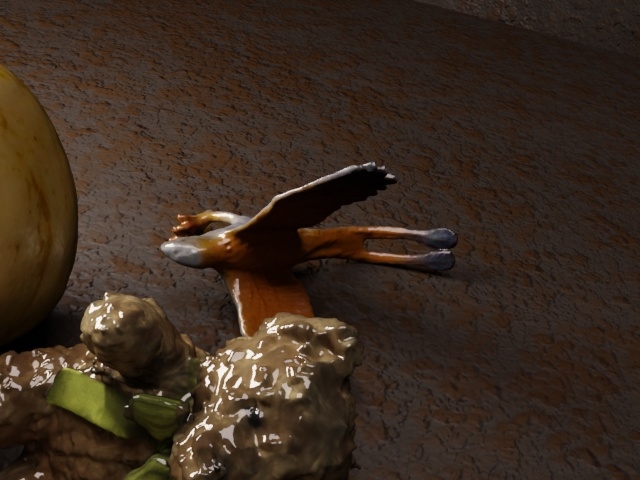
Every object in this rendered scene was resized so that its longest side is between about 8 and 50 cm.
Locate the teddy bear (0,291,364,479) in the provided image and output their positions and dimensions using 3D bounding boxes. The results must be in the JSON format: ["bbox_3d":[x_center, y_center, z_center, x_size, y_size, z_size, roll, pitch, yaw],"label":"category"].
[{"bbox_3d":[-0.133,0.156,0.531,0.296,0.246,0.222,-14,10,-40],"label":"teddy bear"}]

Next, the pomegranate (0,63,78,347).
[{"bbox_3d":[-0.366,0.000,0.644,0.343,0.342,0.342,7,33,-5],"label":"pomegranate"}]

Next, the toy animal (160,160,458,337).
[{"bbox_3d":[-0.022,-0.004,0.897,0.302,0.225,0.284,12,13,23],"label":"toy animal"}]
